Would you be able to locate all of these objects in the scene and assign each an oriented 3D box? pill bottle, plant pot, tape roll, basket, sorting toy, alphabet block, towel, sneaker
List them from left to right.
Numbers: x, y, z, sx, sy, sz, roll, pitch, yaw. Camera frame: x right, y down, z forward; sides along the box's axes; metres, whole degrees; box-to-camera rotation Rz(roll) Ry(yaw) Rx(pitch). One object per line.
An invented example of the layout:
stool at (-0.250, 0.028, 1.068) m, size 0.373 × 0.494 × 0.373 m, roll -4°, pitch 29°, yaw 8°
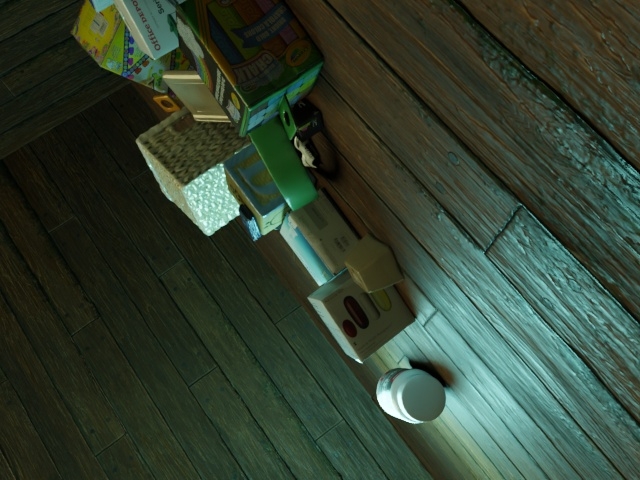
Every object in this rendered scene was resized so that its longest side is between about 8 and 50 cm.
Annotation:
sorting toy at (-0.322, -0.413, 1.594) m, size 0.347 × 0.047 × 0.196 m, roll 7°, pitch 155°, yaw 22°
basket at (-0.357, -0.244, 1.857) m, size 0.266 × 0.328 × 0.331 m, roll 46°, pitch 163°, yaw 24°
towel at (-0.203, -0.051, 1.611) m, size 0.067 × 0.029 × 0.119 m, roll 50°, pitch 167°, yaw 25°
alphabet block at (-0.145, -0.161, 1.610) m, size 0.193 × 0.192 × 0.197 m, roll 55°, pitch 169°, yaw 9°
tape roll at (-0.108, -0.228, 1.359) m, size 0.321 × 0.077 × 0.321 m, roll 62°, pitch -179°, yaw -2°
sneaker at (-0.029, -0.221, 1.382) m, size 0.043 × 0.040 × 0.109 m, roll 26°, pitch 157°, yaw 36°
plant pot at (0.125, 0.064, 1.407) m, size 0.109 × 0.096 × 0.109 m, roll 36°, pitch 158°, yaw 55°
pill bottle at (0.283, 0.484, 1.783) m, size 0.161 × 0.161 × 0.283 m, roll 53°, pitch 167°, yaw 6°

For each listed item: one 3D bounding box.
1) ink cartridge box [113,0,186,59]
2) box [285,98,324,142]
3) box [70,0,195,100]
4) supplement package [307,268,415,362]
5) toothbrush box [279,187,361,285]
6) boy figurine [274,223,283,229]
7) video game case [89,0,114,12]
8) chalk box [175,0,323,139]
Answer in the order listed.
ink cartridge box at (-0.321, -0.521, 1.233) m, size 0.092 × 0.219 × 0.160 m, roll 43°, pitch 163°, yaw 45°
box at (-0.042, -0.266, 1.232) m, size 0.083 × 0.062 × 0.052 m, roll 49°, pitch 167°, yaw 31°
box at (-0.531, -0.583, 1.672) m, size 0.279 × 0.177 × 0.290 m, roll 16°, pitch -158°, yaw -48°
supplement package at (0.110, 0.186, 1.558) m, size 0.203 × 0.194 × 0.149 m, roll 56°, pitch 167°, yaw -7°
toothbrush box at (0.000, 0.000, 1.635) m, size 0.216 × 0.126 × 0.295 m, roll 53°, pitch 167°, yaw 4°
boy figurine at (-0.204, -0.127, 2.055) m, size 0.177 × 0.092 × 0.285 m, roll 17°, pitch -169°, yaw -44°
video game case at (-0.414, -0.631, 1.232) m, size 0.061 × 0.244 × 0.269 m, roll 57°, pitch 167°, yaw -7°
chalk box at (-0.119, -0.331, 1.087) m, size 0.289 × 0.179 × 0.180 m, roll 54°, pitch 167°, yaw -2°
